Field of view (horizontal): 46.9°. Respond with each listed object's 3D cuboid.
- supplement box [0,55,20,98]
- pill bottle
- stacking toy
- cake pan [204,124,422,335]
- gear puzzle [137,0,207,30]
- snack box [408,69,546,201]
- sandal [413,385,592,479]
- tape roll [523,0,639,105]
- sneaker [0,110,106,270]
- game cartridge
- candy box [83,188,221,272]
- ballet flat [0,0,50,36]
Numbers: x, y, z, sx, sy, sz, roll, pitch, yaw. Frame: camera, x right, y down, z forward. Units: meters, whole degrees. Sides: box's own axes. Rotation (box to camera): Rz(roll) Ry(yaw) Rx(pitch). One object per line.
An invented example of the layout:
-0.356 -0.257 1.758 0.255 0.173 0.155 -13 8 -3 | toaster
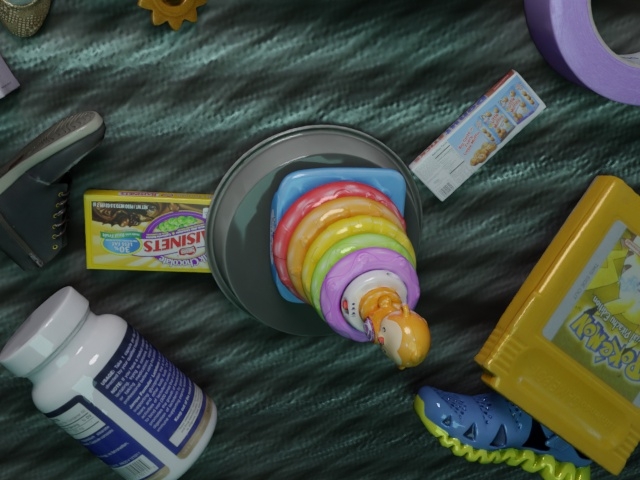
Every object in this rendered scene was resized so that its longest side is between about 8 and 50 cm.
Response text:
-0.485 -0.172 0.830 0.240 0.073 0.130 -25 113 3 | supplement box
-0.274 0.192 0.965 0.153 0.153 0.264 -38 112 10 | pill bottle
0.047 0.045 0.782 0.166 0.302 0.175 -3 114 -12 | stacking toy
0.000 0.000 0.950 0.293 0.054 0.293 -5 113 -11 | cake pan
-0.220 -0.378 0.769 0.175 0.044 0.339 -44 126 -16 | gear puzzle
0.200 -0.133 0.949 0.178 0.022 0.064 -43 110 12 | snack box
0.281 0.257 1.080 0.318 0.126 0.138 18 104 -21 | sandal
0.385 -0.301 0.862 0.275 0.090 0.274 -2 114 -6 | tape roll
-0.322 -0.060 0.900 0.222 0.083 0.118 -32 119 16 | sneaker
0.396 0.121 1.011 0.285 0.053 0.323 36 85 -19 | game cartridge
-0.197 -0.010 0.955 0.206 0.027 0.105 2 115 -7 | candy box
-0.322 -0.319 0.788 0.073 0.067 0.206 8 112 -10 | ballet flat
